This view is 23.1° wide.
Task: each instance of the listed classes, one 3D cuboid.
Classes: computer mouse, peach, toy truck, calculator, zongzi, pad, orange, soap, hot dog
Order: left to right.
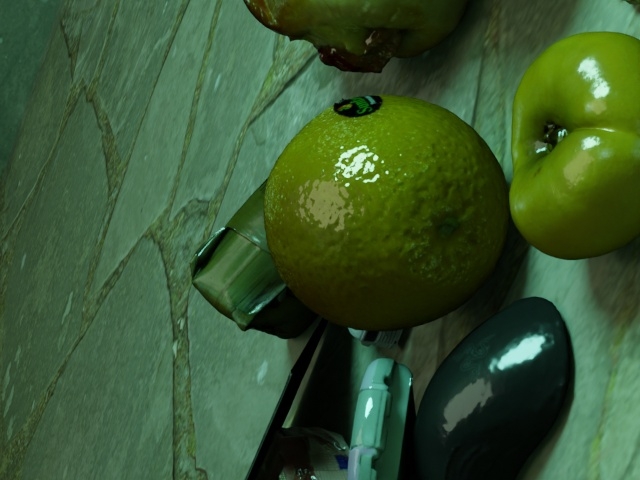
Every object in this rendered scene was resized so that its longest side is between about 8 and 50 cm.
[{"bbox_3d":[-0.059,0.227,1.733,0.248,0.007,0.368,-59,-7,-61],"label":"pad"},{"bbox_3d":[-0.033,0.347,1.664,0.218,0.098,0.273,-109,34,-52],"label":"soap"},{"bbox_3d":[0.000,0.000,1.773,0.123,0.289,0.260,43,95,21],"label":"zongzi"},{"bbox_3d":[0.022,-0.329,1.680,0.405,0.185,0.223,-100,29,-41],"label":"hot dog"},{"bbox_3d":[0.047,0.060,1.623,0.123,0.062,0.052,-114,39,-56],"label":"toy truck"},{"bbox_3d":[0.058,-0.025,1.415,0.236,0.236,0.236,-171,90,-70],"label":"orange"},{"bbox_3d":[0.059,0.205,1.424,0.246,0.045,0.141,77,-159,-63],"label":"calculator"},{"bbox_3d":[0.125,0.159,1.354,0.147,0.088,0.264,-108,31,-56],"label":"computer mouse"},{"bbox_3d":[0.208,-0.072,1.198,0.179,0.103,0.179,-171,90,-67],"label":"peach"}]

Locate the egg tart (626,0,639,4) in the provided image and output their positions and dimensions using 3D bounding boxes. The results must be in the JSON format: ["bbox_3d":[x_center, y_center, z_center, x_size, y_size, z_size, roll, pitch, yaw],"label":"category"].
[{"bbox_3d":[0.249,-0.253,1.242,0.129,0.049,0.129,-171,90,-68],"label":"egg tart"}]
